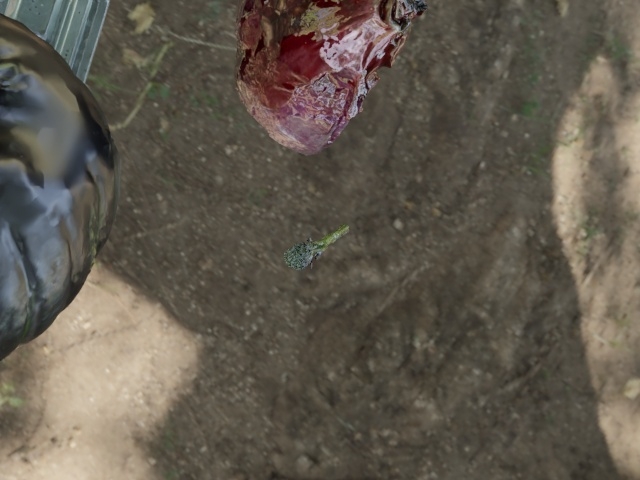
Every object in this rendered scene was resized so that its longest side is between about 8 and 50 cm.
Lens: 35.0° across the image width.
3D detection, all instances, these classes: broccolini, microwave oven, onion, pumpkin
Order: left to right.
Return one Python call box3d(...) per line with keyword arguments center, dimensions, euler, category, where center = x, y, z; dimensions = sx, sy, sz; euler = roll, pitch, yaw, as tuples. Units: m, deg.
box3d(center=(-0.284, -0.059, 0.676), dimensions=(0.296, 0.296, 0.295), euler=(-18, 124, -29), category="pumpkin")
box3d(center=(-0.336, -0.256, 1.122), dimensions=(0.194, 0.145, 0.240), euler=(20, 77, -26), category="microwave oven")
box3d(center=(-0.003, -0.192, 0.830), dimensions=(0.120, 0.283, 0.227), euler=(14, 87, -15), category="onion")
box3d(center=(0.000, 0.000, 1.185), dimensions=(0.140, 0.030, 0.035), euler=(-34, 133, -58), category="broccolini")
